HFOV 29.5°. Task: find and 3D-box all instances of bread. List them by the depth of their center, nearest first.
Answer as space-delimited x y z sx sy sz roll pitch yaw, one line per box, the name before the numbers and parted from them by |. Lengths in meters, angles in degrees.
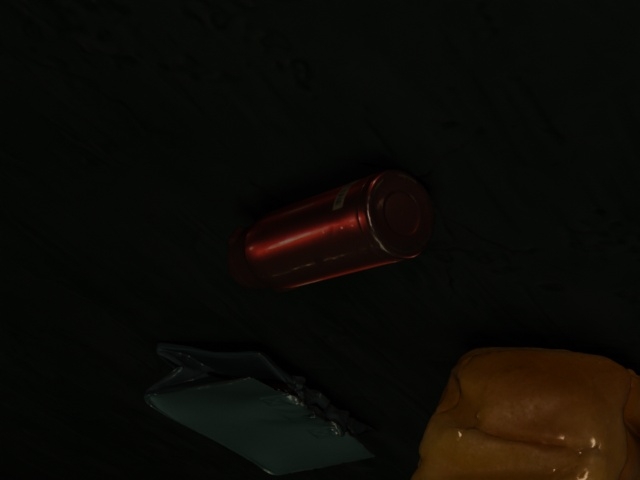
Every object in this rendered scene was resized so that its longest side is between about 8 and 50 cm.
bread | 0.149 0.226 0.898 0.166 0.294 0.132 6 159 26

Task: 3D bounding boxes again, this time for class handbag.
handbag | -0.053 0.166 1.178 0.144 0.057 0.221 -7 147 32

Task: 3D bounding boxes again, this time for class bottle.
bottle | 0.000 0.000 0.788 0.060 0.060 0.164 31 152 -30
